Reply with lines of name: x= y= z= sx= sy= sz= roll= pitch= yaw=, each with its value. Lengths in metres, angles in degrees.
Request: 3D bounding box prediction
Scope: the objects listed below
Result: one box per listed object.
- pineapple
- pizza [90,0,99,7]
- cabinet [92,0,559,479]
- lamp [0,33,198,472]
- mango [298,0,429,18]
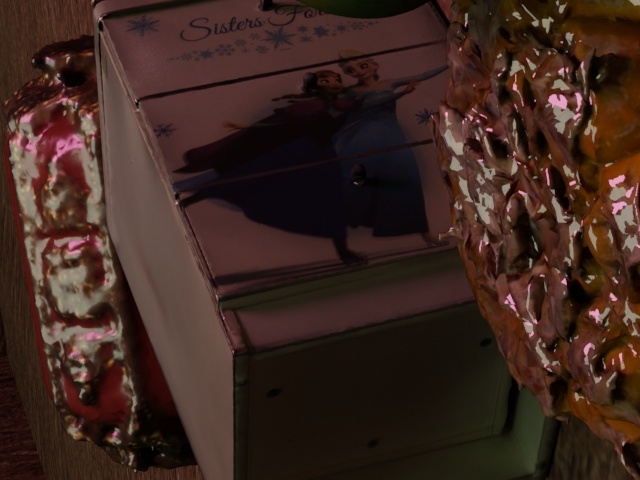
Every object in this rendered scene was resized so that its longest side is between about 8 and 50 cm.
pineapple: x=0.088 y=-0.020 z=0.581 sx=0.225 sy=0.076 sz=0.225 roll=166 pitch=90 yaw=-75
pizza: x=-0.138 y=-0.312 z=1.094 sx=0.392 sy=0.080 sz=0.435 roll=-110 pitch=11 yaw=-67
cabinet: x=0.000 y=0.000 z=0.776 sx=0.150 sy=0.145 sz=0.206 roll=94 pitch=158 yaw=-45
lamp: x=-0.105 y=0.003 z=1.132 sx=0.177 sy=0.177 sz=0.274 roll=-154 pitch=54 yaw=-71
mango: x=-0.004 y=-0.145 z=0.603 sx=0.137 sy=0.091 sz=0.237 roll=38 pitch=-162 yaw=-6
